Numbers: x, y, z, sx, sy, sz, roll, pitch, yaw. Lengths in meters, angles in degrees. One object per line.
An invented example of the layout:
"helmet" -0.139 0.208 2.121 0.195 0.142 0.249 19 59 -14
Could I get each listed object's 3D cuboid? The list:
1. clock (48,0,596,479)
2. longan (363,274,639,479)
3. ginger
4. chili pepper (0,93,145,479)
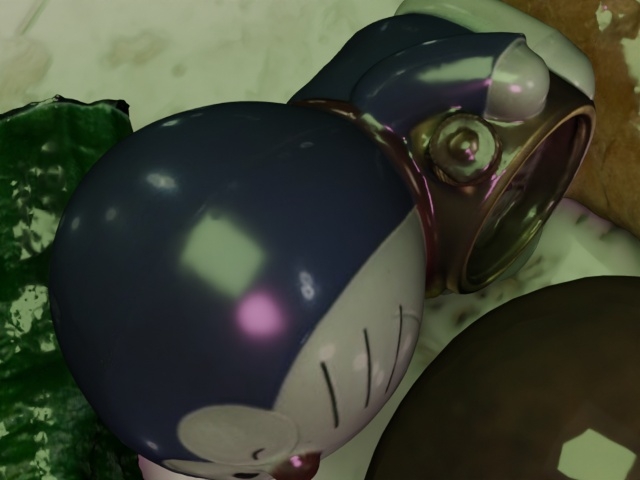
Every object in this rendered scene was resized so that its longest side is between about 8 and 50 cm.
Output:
"clock" 0.000 0.000 0.587 0.146 0.200 0.243 42 52 18
"longan" 0.105 0.117 0.549 0.198 0.198 0.212 1 97 7
"ginger" 0.148 -0.072 0.655 0.148 0.081 0.334 -24 68 -1
"chili pepper" -0.127 0.074 0.638 0.136 0.099 0.270 -12 69 -9
